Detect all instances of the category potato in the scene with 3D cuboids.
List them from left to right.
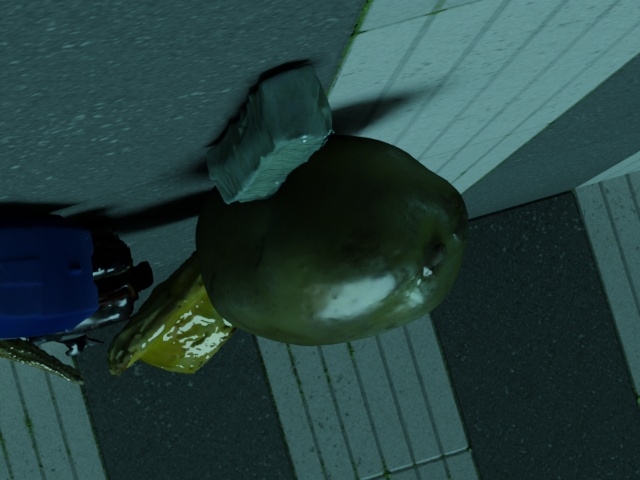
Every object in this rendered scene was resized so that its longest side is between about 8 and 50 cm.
[{"bbox_3d":[0.000,0.000,1.756,0.243,0.221,0.326,-8,-174,-26],"label":"potato"}]

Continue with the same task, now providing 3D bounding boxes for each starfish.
[{"bbox_3d":[-0.369,0.075,1.707,0.295,0.048,0.231,25,-176,-42],"label":"starfish"}]

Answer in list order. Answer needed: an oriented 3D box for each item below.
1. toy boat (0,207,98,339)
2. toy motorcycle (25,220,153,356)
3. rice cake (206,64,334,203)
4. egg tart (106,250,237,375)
[{"bbox_3d":[-0.318,0.034,1.642,0.088,0.129,0.295,-7,178,17],"label":"toy boat"},{"bbox_3d":[-0.305,0.064,2.026,0.207,0.134,0.401,-16,174,1],"label":"toy motorcycle"},{"bbox_3d":[-0.046,-0.089,1.492,0.063,0.066,0.336,-15,174,-14],"label":"rice cake"},{"bbox_3d":[-0.147,0.071,2.067,0.288,0.118,0.288,-45,-177,3],"label":"egg tart"}]
